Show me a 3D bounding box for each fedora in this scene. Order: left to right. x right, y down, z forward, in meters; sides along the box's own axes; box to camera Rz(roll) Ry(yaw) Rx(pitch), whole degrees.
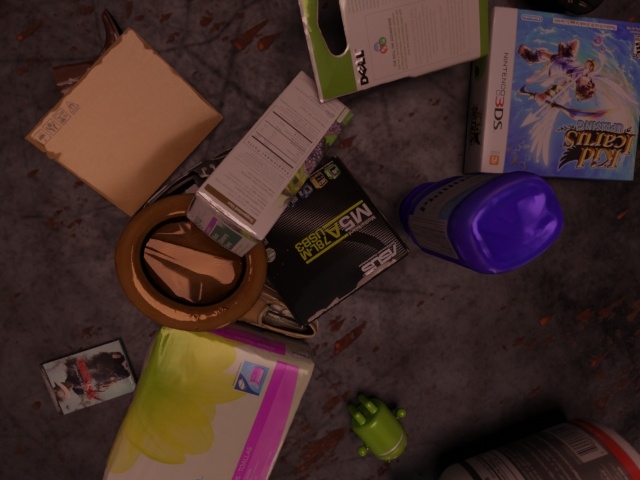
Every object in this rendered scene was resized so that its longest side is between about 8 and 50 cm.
[{"bbox_3d":[-0.172,0.031,0.577,0.195,0.079,0.194,3,80,-19],"label":"fedora"}]

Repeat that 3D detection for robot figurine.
[{"bbox_3d":[0.095,0.307,0.687,0.101,0.067,0.115,-40,101,-14],"label":"robot figurine"}]

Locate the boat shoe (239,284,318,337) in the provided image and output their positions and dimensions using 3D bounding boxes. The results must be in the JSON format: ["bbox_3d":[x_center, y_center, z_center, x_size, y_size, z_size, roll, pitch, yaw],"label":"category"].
[{"bbox_3d":[-0.091,0.100,0.633,0.190,0.072,0.068,18,95,-9],"label":"boat shoe"}]

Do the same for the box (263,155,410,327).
[{"bbox_3d":[0.000,0.000,0.620,0.191,0.045,0.184,-34,76,-3],"label":"box"}]

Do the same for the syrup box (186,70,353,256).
[{"bbox_3d":[-0.064,-0.101,0.556,0.096,0.093,0.236,37,64,-11],"label":"syrup box"}]

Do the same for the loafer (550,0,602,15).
[{"bbox_3d":[0.328,-0.420,0.632,0.223,0.078,0.076,43,128,6],"label":"loafer"}]

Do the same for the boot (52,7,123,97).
[{"bbox_3d":[-0.321,-0.250,0.578,0.114,0.037,0.106,-19,98,-3],"label":"boot"}]

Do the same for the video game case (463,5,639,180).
[{"bbox_3d":[0.374,-0.221,0.670,0.270,0.061,0.244,1,97,-9],"label":"video game case"}]

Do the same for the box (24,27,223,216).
[{"bbox_3d":[-0.264,-0.158,0.586,0.201,0.021,0.164,-48,115,-2],"label":"box"}]

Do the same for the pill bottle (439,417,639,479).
[{"bbox_3d":[0.319,0.441,0.664,0.363,0.210,0.210,-17,99,-6],"label":"pill bottle"}]

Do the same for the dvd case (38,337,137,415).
[{"bbox_3d":[-0.349,0.207,0.638,0.120,0.013,0.087,-16,99,-5],"label":"dvd case"}]

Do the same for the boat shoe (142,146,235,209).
[{"bbox_3d":[-0.162,-0.075,0.606,0.206,0.065,0.075,-31,100,-4],"label":"boat shoe"}]

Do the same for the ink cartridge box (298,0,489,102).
[{"bbox_3d":[0.086,-0.315,0.562,0.256,0.097,0.188,-19,119,-9],"label":"ink cartridge box"}]

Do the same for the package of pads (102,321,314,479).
[{"bbox_3d":[-0.168,0.262,0.622,0.229,0.101,0.296,20,96,-10],"label":"package of pads"}]

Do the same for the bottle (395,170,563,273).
[{"bbox_3d":[0.174,-0.032,0.549,0.118,0.283,0.092,-32,100,-3],"label":"bottle"}]
